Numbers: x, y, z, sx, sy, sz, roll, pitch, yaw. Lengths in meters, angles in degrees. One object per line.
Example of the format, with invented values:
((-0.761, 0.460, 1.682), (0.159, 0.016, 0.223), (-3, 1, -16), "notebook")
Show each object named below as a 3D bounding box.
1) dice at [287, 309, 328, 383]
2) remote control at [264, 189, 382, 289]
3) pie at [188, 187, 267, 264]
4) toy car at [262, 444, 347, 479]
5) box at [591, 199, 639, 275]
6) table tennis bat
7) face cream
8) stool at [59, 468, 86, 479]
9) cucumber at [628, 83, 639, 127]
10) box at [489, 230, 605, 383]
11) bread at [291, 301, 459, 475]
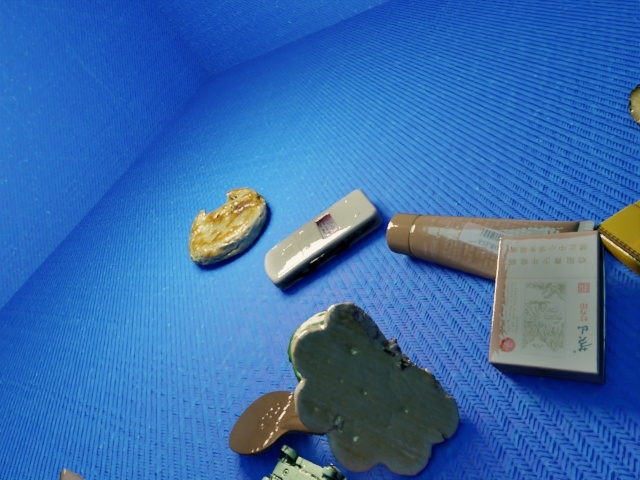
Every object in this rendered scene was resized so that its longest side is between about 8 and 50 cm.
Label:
((0.026, 0.200, 0.762), (0.128, 0.120, 0.131), (-33, 37, 4), "dice")
((0.000, 0.000, 1.068), (0.296, 0.056, 0.140), (-35, 33, 5), "remote control")
((-0.280, -0.044, 1.352), (0.302, 0.067, 0.303), (-23, 36, 18), "pie")
((-0.023, 0.361, 0.678), (0.143, 0.054, 0.073), (-6, 44, 47), "toy car")
((0.564, -0.041, 0.646), (0.279, 0.041, 0.153), (-32, 37, 6), "box")
((-0.072, 0.307, 0.766), (0.234, 0.022, 0.131), (-19, 23, 46), "table tennis bat")
((0.278, 0.008, 0.806), (0.341, 0.084, 0.137), (11, 73, 41), "face cream")
((-0.437, 0.565, 0.700), (0.243, 0.170, 0.270), (-37, 35, -1), "stool")
((0.720, -0.323, 0.791), (0.359, 0.096, 0.096), (-32, 35, 2), "cucumber")
((0.322, 0.089, 0.647), (0.141, 0.058, 0.201), (-5, 60, 37), "box")
((0.062, 0.220, 0.654), (0.182, 0.251, 0.039), (-46, -8, -7), "bread")
